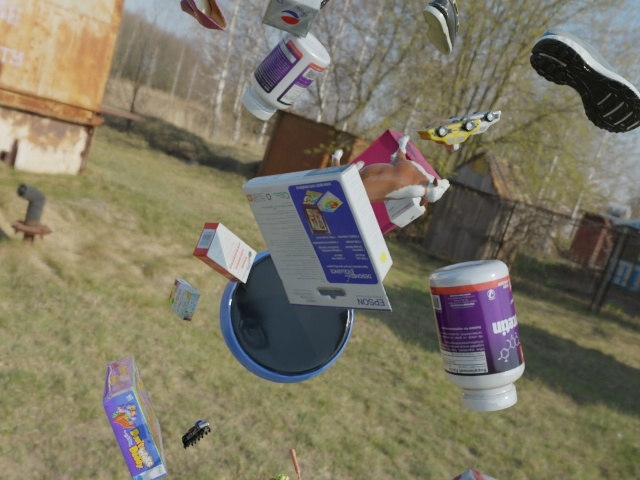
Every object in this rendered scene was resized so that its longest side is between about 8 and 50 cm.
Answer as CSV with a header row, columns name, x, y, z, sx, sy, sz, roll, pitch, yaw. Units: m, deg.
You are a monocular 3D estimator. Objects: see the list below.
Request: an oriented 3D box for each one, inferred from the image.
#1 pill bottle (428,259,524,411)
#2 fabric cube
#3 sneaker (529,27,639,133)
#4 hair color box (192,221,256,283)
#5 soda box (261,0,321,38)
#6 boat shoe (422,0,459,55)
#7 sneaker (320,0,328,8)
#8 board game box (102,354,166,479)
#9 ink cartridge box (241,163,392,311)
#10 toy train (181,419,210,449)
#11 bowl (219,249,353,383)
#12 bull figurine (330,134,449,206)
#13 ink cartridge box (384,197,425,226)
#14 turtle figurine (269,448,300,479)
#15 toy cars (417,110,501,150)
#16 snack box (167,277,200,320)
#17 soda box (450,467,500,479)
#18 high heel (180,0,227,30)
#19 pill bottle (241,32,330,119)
name,x,y,z,sx,sy,sz,roll,pitch,yaw
pill bottle,0.360,0.214,1.404,0.182,0.322,0.181,-11,2,0
fabric cube,0.235,-0.196,2.066,0.259,0.254,0.258,53,19,6
sneaker,0.536,-0.320,1.204,0.271,0.100,0.108,39,49,-7
hair color box,-0.240,0.033,1.553,0.053,0.093,0.167,3,-26,34
soda box,-0.041,-0.557,1.237,0.098,0.286,0.091,15,-25,-15
boat shoe,0.305,-0.526,1.501,0.081,0.068,0.228,41,5,14
sneaker,0.032,-0.790,1.922,0.079,0.121,0.217,40,-24,-22
board game box,-0.493,0.463,1.625,0.078,0.233,0.347,-20,10,-15
ink cartridge box,0.000,0.000,1.303,0.304,0.307,0.072,-2,29,44
toy train,-0.290,0.447,1.419,0.027,0.158,0.036,-15,70,-38
bowl,-0.089,0.206,1.750,0.391,0.391,0.077,15,-17,-12
bull figurine,0.167,-0.163,1.567,0.311,0.101,0.188,-8,52,7
ink cartridge box,0.226,-0.111,1.694,0.052,0.088,0.122,24,40,-41
turtle figurine,-0.098,0.589,1.269,0.217,0.269,0.087,-16,-24,0
toy cars,0.464,-0.360,2.015,0.177,0.087,0.394,0,18,34
snack box,-0.467,0.200,2.090,0.037,0.100,0.141,13,11,-40
soda box,0.507,0.798,1.936,0.263,0.092,0.083,37,20,-44
high heel,-0.272,-0.565,1.404,0.117,0.082,0.244,28,-15,-1
pill bottle,-0.080,-0.351,1.313,0.108,0.193,0.108,36,30,-24
